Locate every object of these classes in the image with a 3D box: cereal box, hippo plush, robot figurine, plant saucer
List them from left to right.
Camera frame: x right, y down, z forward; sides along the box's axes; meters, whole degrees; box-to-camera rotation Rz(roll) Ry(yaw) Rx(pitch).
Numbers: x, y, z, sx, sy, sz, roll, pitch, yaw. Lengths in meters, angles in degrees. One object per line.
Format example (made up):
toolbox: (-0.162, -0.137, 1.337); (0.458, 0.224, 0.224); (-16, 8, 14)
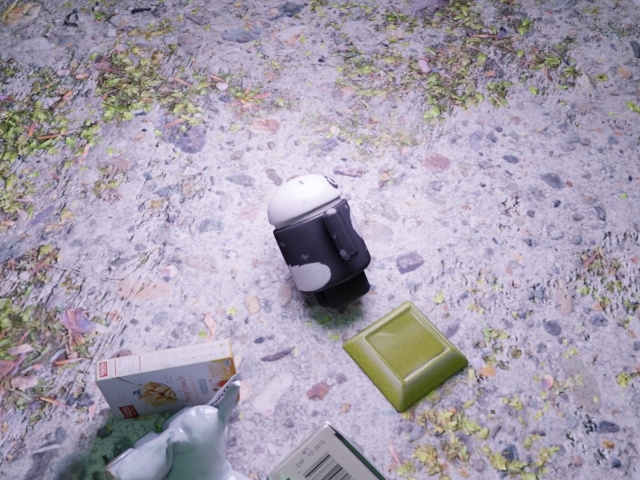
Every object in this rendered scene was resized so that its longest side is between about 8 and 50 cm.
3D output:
cereal box: (-0.275, 0.260, 1.287); (0.240, 0.173, 0.047); (-10, 54, -7)
hippo plush: (-0.194, 0.407, 1.188); (0.294, 0.234, 0.237); (-35, 90, -8)
robot figurine: (0.003, -0.001, 1.449); (0.209, 0.278, 0.173); (-19, 9, 31)
plant saucer: (0.172, 0.217, 1.403); (0.188, 0.045, 0.188); (-30, 58, -22)

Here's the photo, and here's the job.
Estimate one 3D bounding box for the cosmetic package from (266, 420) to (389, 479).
cosmetic package: (0.014, 0.427, 1.079); (0.129, 0.296, 0.153); (-37, 62, -27)
